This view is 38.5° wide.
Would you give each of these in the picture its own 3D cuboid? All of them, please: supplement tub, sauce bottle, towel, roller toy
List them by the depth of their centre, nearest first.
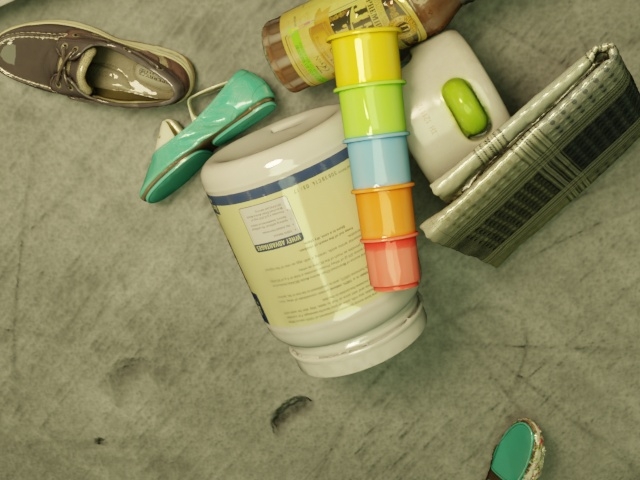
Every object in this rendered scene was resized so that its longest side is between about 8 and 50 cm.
[{"bbox_3d":[0.089,-0.301,1.188,0.344,0.111,0.111,-20,107,25],"label":"sauce bottle"},{"bbox_3d":[0.289,-0.099,1.221,0.324,0.312,0.056,-45,65,14],"label":"towel"},{"bbox_3d":[0.163,-0.169,1.231,0.146,0.191,0.209,-30,146,10],"label":"roller toy"},{"bbox_3d":[0.000,0.000,1.265,0.235,0.235,0.324,-20,106,8],"label":"supplement tub"}]

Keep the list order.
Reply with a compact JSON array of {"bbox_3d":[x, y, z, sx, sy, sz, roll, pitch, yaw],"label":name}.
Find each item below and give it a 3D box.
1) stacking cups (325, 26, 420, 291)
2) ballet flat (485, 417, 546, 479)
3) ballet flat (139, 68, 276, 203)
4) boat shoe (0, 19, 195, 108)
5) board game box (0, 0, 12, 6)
[{"bbox_3d":[0.069,-0.097,1.128,0.096,0.096,0.316,-6,97,3],"label":"stacking cups"},{"bbox_3d":[0.312,0.386,1.475,0.077,0.091,0.241,5,116,-32],"label":"ballet flat"},{"bbox_3d":[-0.176,-0.156,1.311,0.247,0.083,0.087,-37,79,12],"label":"ballet flat"},{"bbox_3d":[-0.320,-0.241,1.270,0.285,0.092,0.102,12,108,-2],"label":"boat shoe"},{"bbox_3d":[-0.469,-0.372,1.156,0.305,0.053,0.193,-14,147,24],"label":"board game box"}]
